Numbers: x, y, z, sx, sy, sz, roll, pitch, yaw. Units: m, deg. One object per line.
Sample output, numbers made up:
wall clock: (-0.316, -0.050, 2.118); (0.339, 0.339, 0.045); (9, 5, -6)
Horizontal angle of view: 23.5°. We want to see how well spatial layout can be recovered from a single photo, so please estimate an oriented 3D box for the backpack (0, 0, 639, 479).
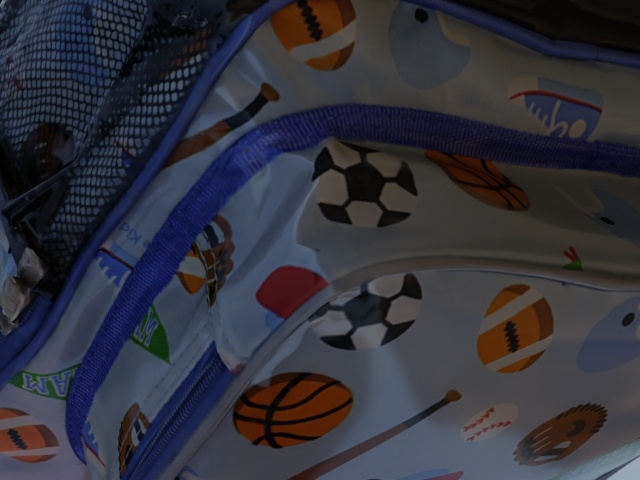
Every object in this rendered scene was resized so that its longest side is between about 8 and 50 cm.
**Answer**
backpack: (0.000, 0.000, 0.497); (0.276, 0.263, 0.213); (10, -126, -33)
